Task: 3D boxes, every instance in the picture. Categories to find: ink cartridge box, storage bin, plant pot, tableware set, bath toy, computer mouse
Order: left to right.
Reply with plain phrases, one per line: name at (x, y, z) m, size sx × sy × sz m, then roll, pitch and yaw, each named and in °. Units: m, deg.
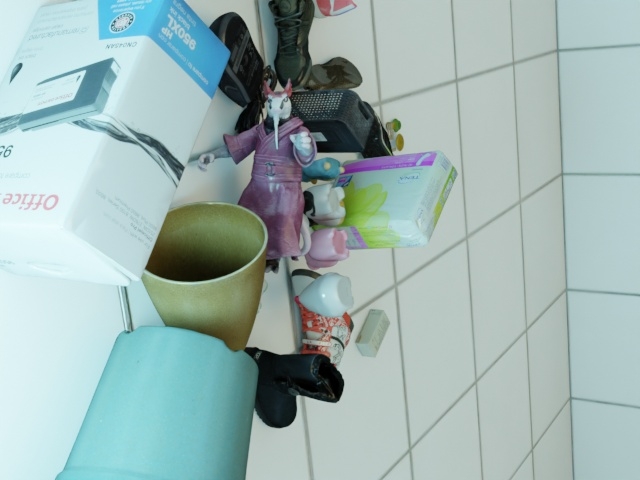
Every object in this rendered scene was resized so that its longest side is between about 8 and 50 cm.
ink cartridge box at (-0.340, -0.152, 1.299) m, size 0.166 × 0.285 × 0.395 m, roll 44°, pitch 56°, yaw -48°
plant pot at (-0.258, 0.339, 1.468) m, size 0.341 × 0.341 × 0.334 m, roll 46°, pitch 46°, yaw -49°
plant pot at (-0.202, 0.098, 1.627) m, size 0.237 × 0.237 × 0.254 m, roll -50°, pitch 147°, yaw -43°
computer mouse at (-0.173, -0.335, 1.763) m, size 0.272 × 0.072 × 0.188 m, roll 66°, pitch 38°, yaw -55°
bath toy at (0.000, 0.000, 1.941) m, size 0.151 × 0.129 × 0.348 m, roll 22°, pitch 61°, yaw -56°
storage bin at (0.010, -0.257, 1.946) m, size 0.122 × 0.180 × 0.084 m, roll 47°, pitch 53°, yaw -49°
tableware set at (0.195, -0.246, 2.393) m, size 0.104 × 0.024 × 0.154 m, roll -27°, pitch 114°, yaw -57°

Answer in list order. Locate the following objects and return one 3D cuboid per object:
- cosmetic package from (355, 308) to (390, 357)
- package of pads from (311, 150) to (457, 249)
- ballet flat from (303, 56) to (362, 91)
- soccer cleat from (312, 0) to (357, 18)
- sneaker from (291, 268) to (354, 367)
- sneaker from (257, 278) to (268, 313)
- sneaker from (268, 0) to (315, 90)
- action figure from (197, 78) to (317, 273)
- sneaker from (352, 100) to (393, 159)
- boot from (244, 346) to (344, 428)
cosmetic package at (0.137, 0.240, 2.320) m, size 0.115 × 0.041 × 0.060 m, roll -61°, pitch 140°, yaw -35°
package of pads at (0.143, -0.088, 2.063) m, size 0.101 × 0.296 × 0.229 m, roll 52°, pitch 50°, yaw -35°
ballet flat at (0.025, -0.377, 2.085) m, size 0.084 × 0.058 × 0.250 m, roll 54°, pitch 30°, yaw 4°
soccer cleat at (0.057, -0.658, 2.044) m, size 0.108 × 0.116 × 0.318 m, roll 32°, pitch 66°, yaw -54°
sneaker at (-0.007, 0.191, 2.043) m, size 0.270 × 0.090 × 0.145 m, roll 59°, pitch 43°, yaw -46°
sneaker at (-0.148, 0.107, 1.864) m, size 0.069 × 0.038 × 0.098 m, roll 54°, pitch 39°, yaw -43°
sneaker at (-0.067, -0.435, 1.880) m, size 0.130 × 0.087 × 0.228 m, roll 37°, pitch 58°, yaw -67°
action figure at (-0.072, -0.128, 1.749) m, size 0.275 × 0.248 × 0.370 m, roll -3°, pitch 102°, yaw -58°
sneaker at (0.125, -0.263, 2.249) m, size 0.097 × 0.084 × 0.235 m, roll -88°, pitch 159°, yaw -48°
boot at (-0.044, 0.323, 1.885) m, size 0.094 × 0.207 × 0.246 m, roll -58°, pitch 138°, yaw -38°
